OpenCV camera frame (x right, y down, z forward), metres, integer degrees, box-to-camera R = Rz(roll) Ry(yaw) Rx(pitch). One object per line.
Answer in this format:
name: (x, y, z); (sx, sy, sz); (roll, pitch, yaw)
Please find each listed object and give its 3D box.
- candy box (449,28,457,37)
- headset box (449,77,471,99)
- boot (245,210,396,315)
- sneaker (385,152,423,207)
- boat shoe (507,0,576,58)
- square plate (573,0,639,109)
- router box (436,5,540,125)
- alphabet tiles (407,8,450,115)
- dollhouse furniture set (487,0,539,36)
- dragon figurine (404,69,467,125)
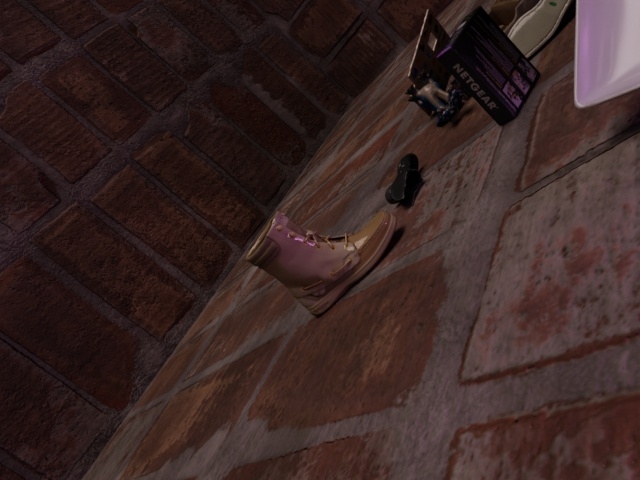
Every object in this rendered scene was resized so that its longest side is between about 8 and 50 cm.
candy box: (0.431, -0.616, 1.773); (0.165, 0.070, 0.196); (-41, 13, 33)
headset box: (0.363, -0.392, 1.329); (0.083, 0.062, 0.032); (-43, 12, 29)
boot: (0.000, 0.000, 1.060); (0.262, 0.203, 0.095); (-47, 12, 19)
sneaker: (0.193, -0.135, 1.175); (0.089, 0.051, 0.170); (-29, 28, 59)
boat shoe: (0.484, -0.471, 1.159); (0.233, 0.084, 0.079); (-53, -26, 15)
square plate: (0.429, -0.337, 0.550); (0.344, 0.049, 0.347); (-11, 69, 56)
router box: (0.313, -0.322, 1.000); (0.133, 0.179, 0.046); (-55, 15, -26)
alphabet tiles: (0.311, -0.480, 1.508); (0.009, 0.198, 0.237); (13, 83, 39)
dollhouse furniture set: (0.354, -0.648, 1.310); (0.256, 0.394, 0.362); (-49, 20, 3)
dragon figurine: (0.297, -0.347, 1.368); (0.085, 0.144, 0.289); (-48, -8, 11)
